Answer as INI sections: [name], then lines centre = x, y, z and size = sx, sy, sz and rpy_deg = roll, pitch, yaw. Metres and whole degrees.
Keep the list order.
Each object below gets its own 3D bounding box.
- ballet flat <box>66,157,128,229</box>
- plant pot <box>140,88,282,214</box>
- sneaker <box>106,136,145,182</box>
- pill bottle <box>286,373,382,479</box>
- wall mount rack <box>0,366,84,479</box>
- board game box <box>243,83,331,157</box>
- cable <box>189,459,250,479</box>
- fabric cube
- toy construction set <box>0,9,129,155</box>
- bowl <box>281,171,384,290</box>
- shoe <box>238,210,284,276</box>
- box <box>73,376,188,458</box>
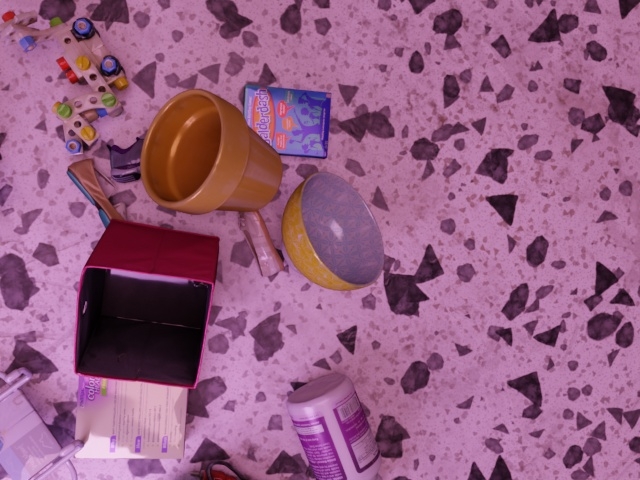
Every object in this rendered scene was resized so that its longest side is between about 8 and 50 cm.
[ballet flat]
centre = -0.490, -0.087, 1.541
size = 0.073, 0.080, 0.232
rpy_deg = -36, 99, -23
[plant pot]
centre = -0.219, -0.168, 1.456
size = 0.239, 0.254, 0.254
rpy_deg = 19, 88, -53
[sneaker]
centre = -0.380, -0.205, 1.555
size = 0.223, 0.083, 0.098
rpy_deg = -13, 81, -14
[pill bottle]
centre = 0.046, 0.489, 1.602
size = 0.169, 0.169, 0.302
rpy_deg = -22, 95, -9
[wall mount rack]
centre = -0.683, 0.441, 1.390
size = 0.304, 0.130, 0.350
rpy_deg = -38, 80, -19
[board game box]
centre = -0.084, -0.285, 1.618
size = 0.210, 0.047, 0.160
rpy_deg = 3, 91, -9
[cable]
centre = -0.184, 0.602, 1.634
size = 0.287, 0.072, 0.140
rpy_deg = 7, 84, -22
[fabric cube]
centre = -0.365, 0.129, 1.440
size = 0.259, 0.258, 0.254
rpy_deg = 9, 112, -10
[toy construction set]
centre = -0.561, -0.373, 1.491
size = 0.215, 0.151, 0.328
rpy_deg = -35, 108, -7
[bowl]
centre = 0.000, 0.000, 1.569
size = 0.156, 0.289, 0.289
rpy_deg = -27, 98, 35
[shoe]
centre = -0.157, -0.014, 1.598
size = 0.058, 0.076, 0.219
rpy_deg = -27, 98, -13
[box]
centre = -0.428, 0.379, 1.542
size = 0.242, 0.117, 0.214
rpy_deg = 3, 91, -11
